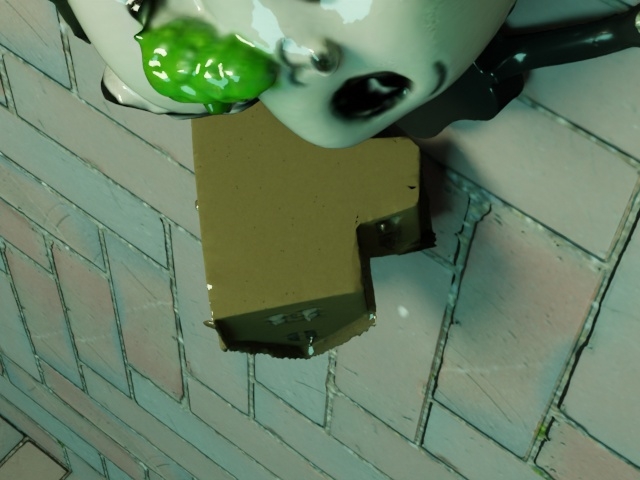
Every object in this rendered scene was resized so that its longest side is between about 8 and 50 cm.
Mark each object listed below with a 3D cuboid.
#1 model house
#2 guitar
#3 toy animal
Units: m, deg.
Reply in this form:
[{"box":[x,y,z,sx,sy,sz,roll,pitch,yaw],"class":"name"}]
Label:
[{"box":[0.000,0.000,0.961,0.248,0.176,0.181,78,-177,-73],"class":"model house"},{"box":[0.124,-0.111,0.745,0.271,0.038,0.084,-1,130,53],"class":"guitar"},{"box":[-0.026,-0.156,0.693,0.267,0.212,0.212,17,142,40],"class":"toy animal"}]
